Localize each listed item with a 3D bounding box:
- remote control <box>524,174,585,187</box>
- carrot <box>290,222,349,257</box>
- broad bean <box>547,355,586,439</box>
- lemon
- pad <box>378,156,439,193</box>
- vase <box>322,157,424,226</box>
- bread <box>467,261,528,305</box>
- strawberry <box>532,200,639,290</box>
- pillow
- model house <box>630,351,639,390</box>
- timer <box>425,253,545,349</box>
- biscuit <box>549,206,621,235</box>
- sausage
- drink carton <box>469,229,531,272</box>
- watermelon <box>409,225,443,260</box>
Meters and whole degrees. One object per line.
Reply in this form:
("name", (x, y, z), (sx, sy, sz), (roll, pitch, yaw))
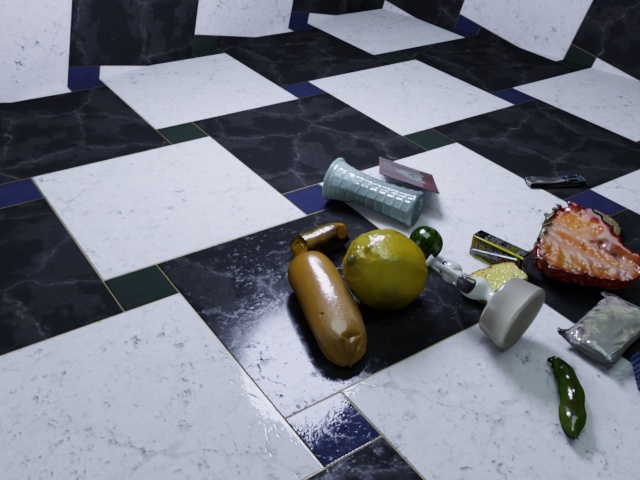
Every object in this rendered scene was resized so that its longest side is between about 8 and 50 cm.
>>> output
("remote control", (0.814, -0.207, 2.370), (0.212, 0.028, 0.059), (-3, 35, -10))
("carrot", (0.000, 0.000, 1.937), (0.173, 0.082, 0.082), (-18, 39, -34))
("broad bean", (0.550, 0.344, 1.507), (0.065, 0.046, 0.254), (1, 32, 9))
("lemon", (0.162, 0.074, 1.721), (0.260, 0.204, 0.204), (18, 19, -41))
("pad", (0.286, -0.219, 2.246), (0.202, 0.005, 0.300), (19, 18, 0))
("vase", (0.169, -0.145, 2.129), (0.298, 0.143, 0.143), (23, 38, 20))
("bread", (0.463, 0.117, 1.823), (0.187, 0.065, 0.103), (-17, 40, -30))
("strawberry", (0.730, 0.031, 1.911), (0.280, 0.150, 0.253), (12, 55, 8))
("pillow", (0.714, 0.220, 1.698), (0.255, 0.059, 0.169), (-25, 44, -33))
("model house", (0.804, 0.291, 1.526), (0.183, 0.166, 0.172), (34, 64, 14))
("timer", (0.392, 0.122, 1.681), (0.175, 0.175, 0.266), (-27, 51, -37))
("biscuit", (0.821, -0.047, 2.129), (0.219, 0.033, 0.220), (1, 34, -1))
("sausage", (0.021, 0.163, 1.674), (0.134, 0.116, 0.354), (0, 36, -26))
("drink carton", (0.507, 0.038, 1.938), (0.165, 0.071, 0.056), (28, 38, 34))
("watermelon", (0.297, 0.011, 1.935), (0.109, 0.109, 0.109), (3, 34, -2))
